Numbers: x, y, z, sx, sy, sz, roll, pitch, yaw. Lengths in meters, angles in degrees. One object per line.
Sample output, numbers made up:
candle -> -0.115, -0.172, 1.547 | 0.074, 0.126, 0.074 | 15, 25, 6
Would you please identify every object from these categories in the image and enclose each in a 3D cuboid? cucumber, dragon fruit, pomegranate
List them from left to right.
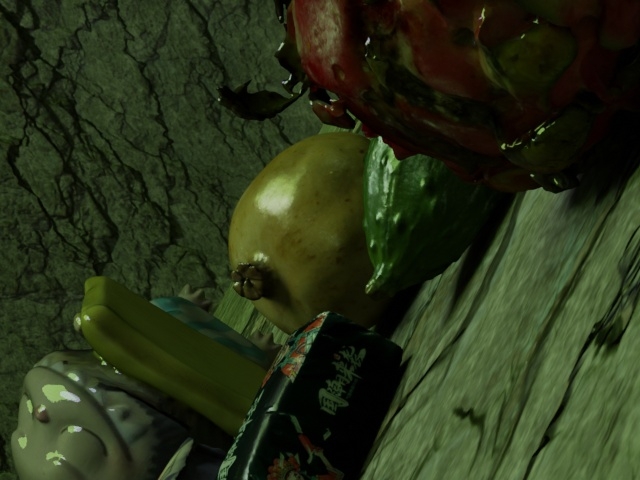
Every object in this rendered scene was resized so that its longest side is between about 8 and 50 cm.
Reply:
pomegranate -> 0.000, 0.000, 1.623 | 0.196, 0.196, 0.196 | -61, 5, 10
cucumber -> 0.089, -0.061, 1.411 | 0.134, 0.134, 0.244 | 133, 161, -70
dragon fruit -> 0.104, -0.167, 1.104 | 0.291, 0.269, 0.250 | 128, 159, -80

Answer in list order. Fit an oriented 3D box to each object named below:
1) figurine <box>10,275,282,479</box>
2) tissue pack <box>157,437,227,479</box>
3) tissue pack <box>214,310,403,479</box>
figurine -> -0.227, 0.247, 1.997 | 0.377, 0.266, 0.361 | -55, -7, 9
tissue pack -> -0.140, 0.335, 1.522 | 0.242, 0.125, 0.343 | -60, 5, 17
tissue pack -> -0.013, 0.150, 1.442 | 0.170, 0.090, 0.103 | -65, 9, -27
